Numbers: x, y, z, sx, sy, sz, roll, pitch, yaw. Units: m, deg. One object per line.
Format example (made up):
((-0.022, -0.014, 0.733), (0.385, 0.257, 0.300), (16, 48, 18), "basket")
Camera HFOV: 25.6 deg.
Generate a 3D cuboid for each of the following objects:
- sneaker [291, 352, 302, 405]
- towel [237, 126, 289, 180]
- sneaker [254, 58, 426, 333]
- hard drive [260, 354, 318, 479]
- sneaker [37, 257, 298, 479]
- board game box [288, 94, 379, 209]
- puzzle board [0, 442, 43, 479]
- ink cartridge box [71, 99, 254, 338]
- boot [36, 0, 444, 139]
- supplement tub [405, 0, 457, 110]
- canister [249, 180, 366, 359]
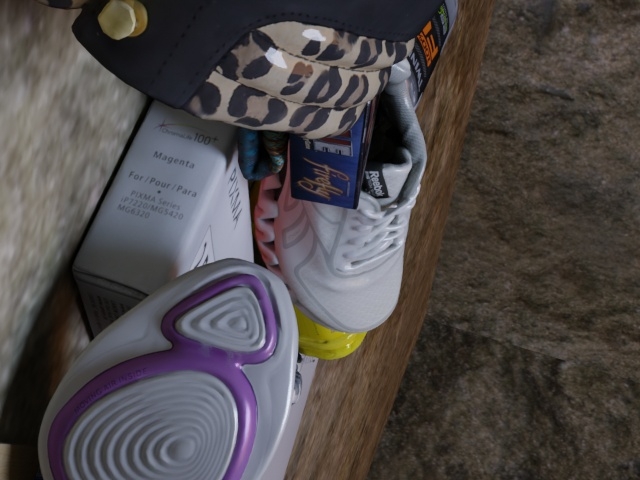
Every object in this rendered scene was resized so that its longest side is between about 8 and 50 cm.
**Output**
((-0.068, 0.158, 1.155), (0.228, 0.086, 0.132), (-13, 121, -81), "sneaker")
((0.004, -0.254, 0.789), (0.271, 0.040, 0.370), (95, 4, -54), "towel")
((0.020, -0.035, 0.975), (0.110, 0.118, 0.292), (-30, 135, -22), "sneaker")
((-0.055, 0.176, 1.385), (0.233, 0.047, 0.353), (21, 85, -81), "hard drive")
((-0.103, 0.139, 0.774), (0.305, 0.114, 0.152), (-63, -179, 12), "sneaker")
((0.026, -0.158, 0.782), (0.165, 0.042, 0.243), (90, 11, -74), "board game box")
((-0.169, 0.155, 0.750), (0.128, 0.011, 0.096), (57, 49, -79), "puzzle board")
((-0.071, -0.008, 0.913), (0.275, 0.060, 0.239), (90, 20, -61), "ink cartridge box")
((-0.022, -0.192, 0.463), (0.377, 0.138, 0.284), (16, 126, -45), "boot")
((0.033, -0.149, 1.104), (0.190, 0.117, 0.117), (-65, 168, -46), "supplement tub")
((0.000, 0.000, 1.189), (0.170, 0.073, 0.126), (72, 36, -46), "canister")
